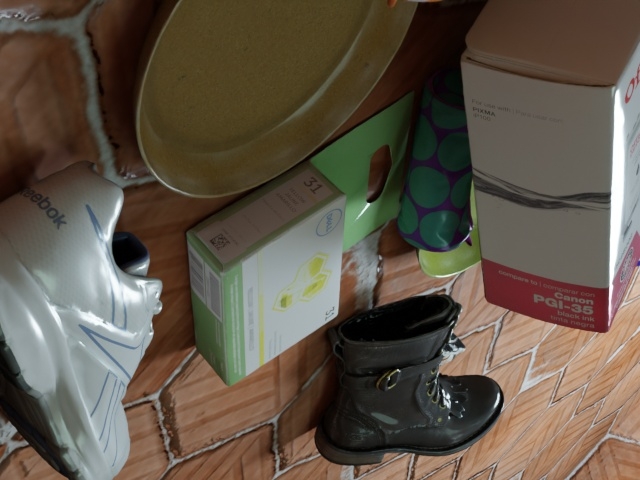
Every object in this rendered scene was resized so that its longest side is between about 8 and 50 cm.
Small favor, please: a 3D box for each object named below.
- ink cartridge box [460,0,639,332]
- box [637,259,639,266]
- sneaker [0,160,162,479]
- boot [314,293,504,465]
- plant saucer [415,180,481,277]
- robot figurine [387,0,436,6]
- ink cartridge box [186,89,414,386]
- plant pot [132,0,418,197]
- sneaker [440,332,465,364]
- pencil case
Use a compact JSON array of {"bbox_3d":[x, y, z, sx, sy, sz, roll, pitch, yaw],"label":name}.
[{"bbox_3d":[0.211,-0.095,0.910,0.207,0.117,0.283,-57,151,-31],"label":"ink cartridge box"},{"bbox_3d":[0.329,-0.039,1.275,0.126,0.137,0.072,-7,134,-53],"label":"box"},{"bbox_3d":[-0.154,0.069,0.740,0.129,0.111,0.297,-41,156,-24],"label":"sneaker"},{"bbox_3d":[0.115,0.144,1.239,0.263,0.091,0.229,-12,139,-25],"label":"boot"},{"bbox_3d":[0.173,-0.066,1.114,0.241,0.037,0.241,-36,152,-22],"label":"plant saucer"},{"bbox_3d":[0.047,-0.212,0.567,0.158,0.128,0.219,-50,141,-19],"label":"robot figurine"},{"bbox_3d":[0.000,0.000,0.930,0.235,0.056,0.171,-32,151,-23],"label":"ink cartridge box"},{"bbox_3d":[-0.028,-0.129,0.720,0.236,0.032,0.236,-36,154,-22],"label":"plant pot"},{"bbox_3d":[0.136,0.133,1.348,0.043,0.040,0.109,-47,153,16],"label":"sneaker"},{"bbox_3d":[0.109,-0.065,0.956,0.064,0.070,0.151,-85,-176,-54],"label":"pencil case"}]
